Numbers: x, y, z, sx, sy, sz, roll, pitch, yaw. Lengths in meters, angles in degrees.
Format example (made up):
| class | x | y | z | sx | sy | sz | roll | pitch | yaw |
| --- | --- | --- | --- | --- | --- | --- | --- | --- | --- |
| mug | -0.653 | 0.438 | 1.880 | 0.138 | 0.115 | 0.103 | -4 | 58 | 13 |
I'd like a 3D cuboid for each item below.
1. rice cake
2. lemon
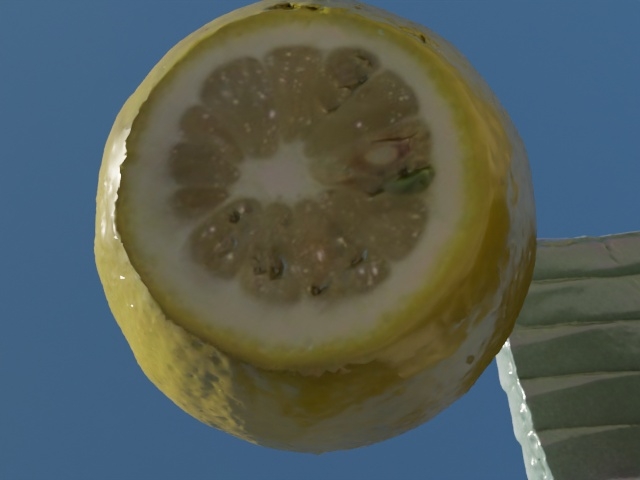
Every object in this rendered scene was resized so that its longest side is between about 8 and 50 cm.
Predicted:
| class | x | y | z | sx | sy | sz | roll | pitch | yaw |
| --- | --- | --- | --- | --- | --- | --- | --- | --- | --- |
| rice cake | 0.207 | 0.070 | 0.946 | 0.198 | 0.037 | 0.189 | -12 | -110 | -12 |
| lemon | 0.000 | 0.000 | 0.833 | 0.240 | 0.219 | 0.241 | -2 | -108 | 6 |
